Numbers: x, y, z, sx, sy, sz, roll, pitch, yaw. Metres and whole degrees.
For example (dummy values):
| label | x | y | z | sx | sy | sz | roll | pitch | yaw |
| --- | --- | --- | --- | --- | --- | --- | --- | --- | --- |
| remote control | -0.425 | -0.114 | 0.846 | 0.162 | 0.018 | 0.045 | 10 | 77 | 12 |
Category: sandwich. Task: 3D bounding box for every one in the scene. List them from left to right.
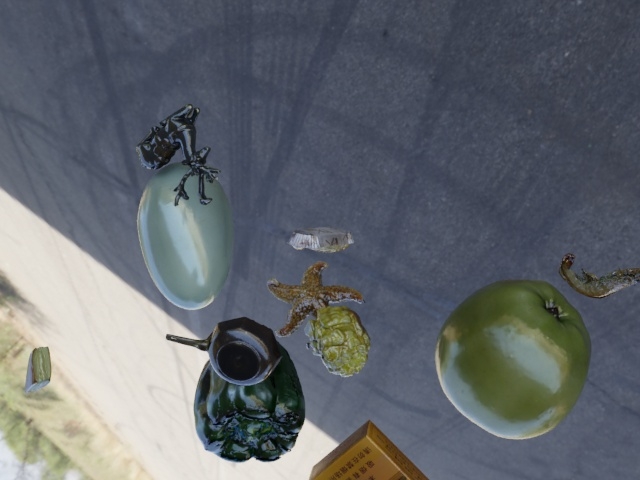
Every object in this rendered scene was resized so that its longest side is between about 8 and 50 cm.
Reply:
| label | x | y | z | sx | sy | sz | roll | pitch | yaw |
| --- | --- | --- | --- | --- | --- | --- | --- | --- | --- |
| sandwich | -0.453 | 0.216 | 0.954 | 0.044 | 0.030 | 0.083 | 25 | 106 | 45 |

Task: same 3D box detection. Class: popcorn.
| label | x | y | z | sx | sy | sz | roll | pitch | yaw |
| --- | --- | --- | --- | --- | --- | --- | --- | --- | --- |
| popcorn | 0.051 | 0.289 | 1.723 | 0.189 | 0.169 | 0.218 | 43 | 157 | 49 |

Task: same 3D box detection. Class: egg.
| label | x | y | z | sx | sy | sz | roll | pitch | yaw |
| --- | --- | --- | --- | --- | --- | --- | --- | --- | --- |
| egg | -0.326 | -0.014 | 1.447 | 0.230 | 0.229 | 0.371 | 141 | 124 | -61 |

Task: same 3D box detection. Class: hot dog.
| label | x | y | z | sx | sy | sz | roll | pitch | yaw |
| --- | --- | --- | --- | --- | --- | --- | --- | --- | --- |
| hot dog | 0.000 | 0.000 | 1.375 | 0.099 | 0.192 | 0.053 | 11 | 102 | 34 |

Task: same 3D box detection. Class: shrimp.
| label | x | y | z | sx | sy | sz | roll | pitch | yaw |
| --- | --- | --- | --- | --- | --- | --- | --- | --- | --- |
| shrimp | 0.546 | 0.060 | 1.169 | 0.124 | 0.034 | 0.178 | 40 | 159 | 2 |

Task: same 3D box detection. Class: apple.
| label | x | y | z | sx | sy | sz | roll | pitch | yaw |
| --- | --- | --- | --- | --- | --- | --- | --- | --- | --- |
| apple | 0.445 | 0.267 | 1.381 | 0.357 | 0.357 | 0.357 | 29 | 150 | 19 |

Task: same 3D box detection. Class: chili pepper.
| label | x | y | z | sx | sy | sz | roll | pitch | yaw |
| --- | --- | --- | --- | --- | --- | --- | --- | --- | --- |
| chili pepper | -0.157 | 0.343 | 1.319 | 0.233 | 0.257 | 0.248 | 18 | 130 | -28 |

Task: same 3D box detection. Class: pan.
| label | x | y | z | sx | sy | sz | roll | pitch | yaw |
| --- | --- | --- | --- | --- | --- | --- | --- | --- | --- |
| pan | -0.173 | 0.211 | 1.049 | 0.201 | 0.048 | 0.128 | -15 | 106 | 15 |

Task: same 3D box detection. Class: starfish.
| label | x | y | z | sx | sy | sz | roll | pitch | yaw |
| --- | --- | --- | --- | --- | --- | --- | --- | --- | --- |
| starfish | -0.029 | 0.209 | 1.991 | 0.303 | 0.312 | 0.113 | 50 | 166 | 35 |

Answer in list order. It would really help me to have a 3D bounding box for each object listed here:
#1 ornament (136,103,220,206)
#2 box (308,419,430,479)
| label | x | y | z | sx | sy | sz | roll | pitch | yaw |
| --- | --- | --- | --- | --- | --- | --- | --- | --- | --- |
| ornament | -0.320 | -0.160 | 1.323 | 0.202 | 0.080 | 0.236 | -35 | 64 | 24 |
| box | 0.132 | 0.526 | 1.212 | 0.274 | 0.174 | 0.076 | 46 | -164 | -2 |
